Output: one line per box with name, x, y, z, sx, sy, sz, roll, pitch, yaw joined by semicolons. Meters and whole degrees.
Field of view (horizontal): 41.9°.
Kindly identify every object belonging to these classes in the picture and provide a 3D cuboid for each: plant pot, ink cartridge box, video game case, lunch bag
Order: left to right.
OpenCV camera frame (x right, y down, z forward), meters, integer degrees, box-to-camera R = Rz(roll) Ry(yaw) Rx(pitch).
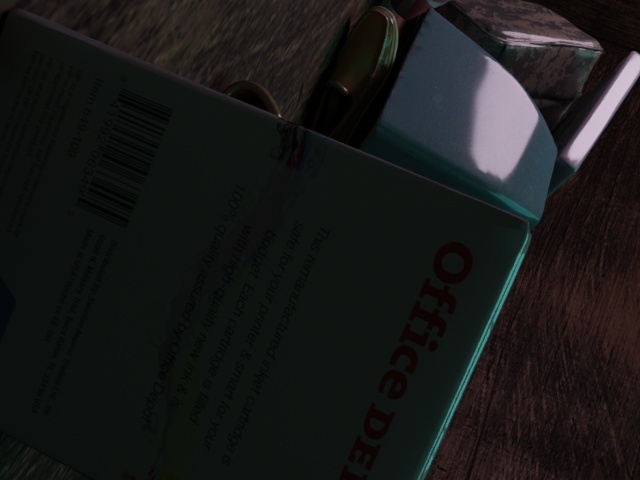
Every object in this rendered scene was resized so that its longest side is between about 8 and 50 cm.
ink cartridge box;-0.046;0.028;0.476;0.198;0.270;0.197;-67;170;5
plant pot;0.164;-0.097;1.110;0.248;0.252;0.247;-53;-171;53
lunch bag;0.282;-0.271;1.431;0.305;0.212;0.256;-4;129;-35
video game case;0.359;-0.124;1.324;0.329;0.036;0.300;-47;177;-38

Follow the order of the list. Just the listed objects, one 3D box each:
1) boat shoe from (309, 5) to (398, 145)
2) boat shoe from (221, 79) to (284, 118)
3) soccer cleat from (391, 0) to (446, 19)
boat shoe;0.036;-0.190;1.008;0.072;0.068;0.190;-21;135;-60
boat shoe;-0.061;0.035;0.645;0.110;0.121;0.341;83;1;-62
soccer cleat;0.177;-0.405;1.193;0.116;0.108;0.318;-45;-172;34
